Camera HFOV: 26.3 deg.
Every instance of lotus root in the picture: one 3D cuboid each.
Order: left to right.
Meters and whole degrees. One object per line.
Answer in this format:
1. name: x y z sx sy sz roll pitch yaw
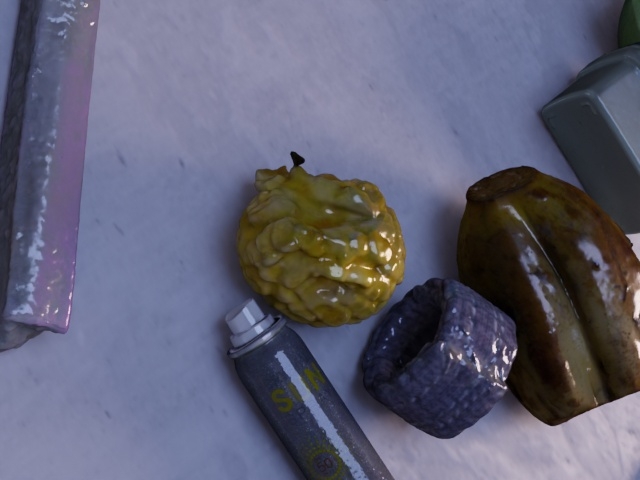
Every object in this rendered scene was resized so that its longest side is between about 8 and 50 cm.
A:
1. lotus root: 0.259 0.054 1.479 0.193 0.193 0.291 -29 93 -34

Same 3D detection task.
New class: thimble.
1. thimble: 0.120 0.119 1.393 0.098 0.150 0.150 36 61 -23

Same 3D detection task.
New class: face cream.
1. face cream: -0.004 0.183 1.341 0.073 0.073 0.283 -37 98 -33

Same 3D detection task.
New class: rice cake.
1. rice cake: -0.253 -0.090 1.265 0.070 0.064 0.399 14 70 -34

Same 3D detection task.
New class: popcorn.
1. popcorn: 0.000 0.000 1.358 0.180 0.180 0.170 0 103 -32

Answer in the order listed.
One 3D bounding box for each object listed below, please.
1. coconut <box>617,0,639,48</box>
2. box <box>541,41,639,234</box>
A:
1. coconut: 0.471 -0.267 1.682 0.236 0.204 0.236 -10 120 -19
2. box: 0.374 -0.118 1.618 0.129 0.148 0.210 -36 97 -22
